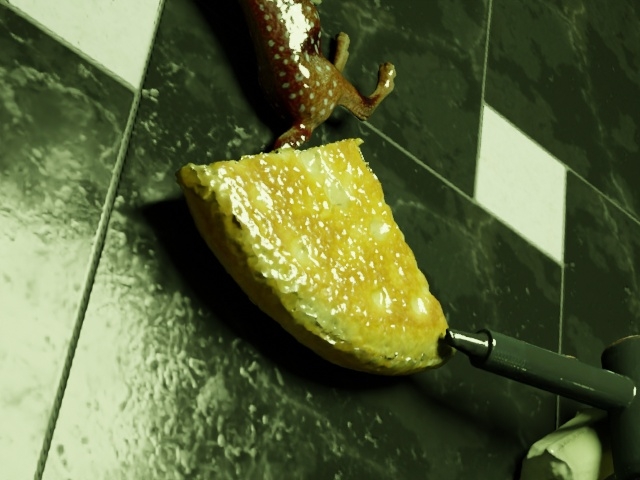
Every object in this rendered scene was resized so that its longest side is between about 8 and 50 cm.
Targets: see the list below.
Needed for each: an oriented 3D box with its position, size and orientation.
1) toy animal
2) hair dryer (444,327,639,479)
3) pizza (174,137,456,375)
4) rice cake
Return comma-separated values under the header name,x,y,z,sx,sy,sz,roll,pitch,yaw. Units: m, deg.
name,x,y,z,sx,sy,sz,roll,pitch,yaw
toy animal,-0.048,-0.192,1.243,0.260,0.087,0.243,-24,84,-53
hair dryer,0.201,0.127,1.270,0.255,0.070,0.128,17,54,-29
pizza,0.000,0.000,1.201,0.292,0.058,0.197,33,46,-32
rice cake,0.259,0.169,1.376,0.256,0.052,0.057,-20,116,-50
